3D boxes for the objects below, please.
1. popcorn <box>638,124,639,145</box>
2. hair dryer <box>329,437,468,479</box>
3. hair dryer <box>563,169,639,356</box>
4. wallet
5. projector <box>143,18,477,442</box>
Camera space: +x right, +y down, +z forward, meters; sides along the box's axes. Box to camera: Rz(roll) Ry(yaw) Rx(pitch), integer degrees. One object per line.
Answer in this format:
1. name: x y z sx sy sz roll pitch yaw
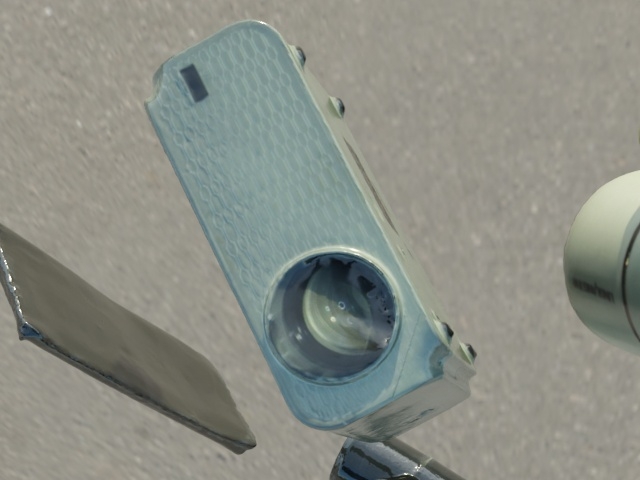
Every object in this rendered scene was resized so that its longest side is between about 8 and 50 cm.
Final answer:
1. popcorn: 0.356 -0.068 1.352 0.237 0.206 0.251 43 46 15
2. hair dryer: 0.058 0.218 1.567 0.124 0.219 0.071 28 92 12
3. hair dryer: 0.234 -0.092 1.096 0.128 0.203 0.362 -8 99 -16
4. wallet: -0.171 0.090 1.539 0.030 0.285 0.146 -45 43 10
5. projector: 0.000 0.000 1.143 0.108 0.198 0.250 -27 77 6
